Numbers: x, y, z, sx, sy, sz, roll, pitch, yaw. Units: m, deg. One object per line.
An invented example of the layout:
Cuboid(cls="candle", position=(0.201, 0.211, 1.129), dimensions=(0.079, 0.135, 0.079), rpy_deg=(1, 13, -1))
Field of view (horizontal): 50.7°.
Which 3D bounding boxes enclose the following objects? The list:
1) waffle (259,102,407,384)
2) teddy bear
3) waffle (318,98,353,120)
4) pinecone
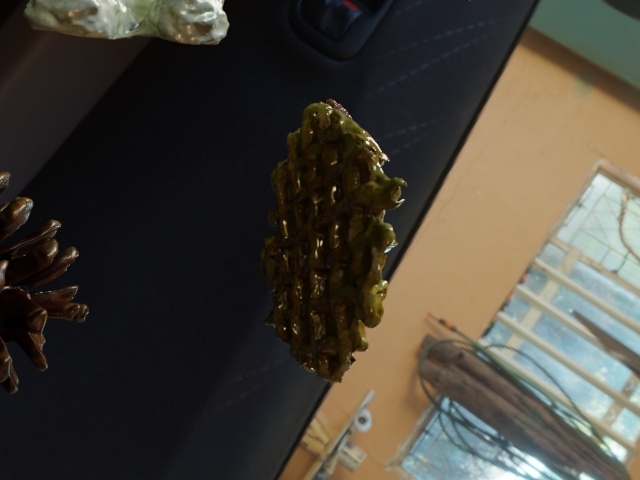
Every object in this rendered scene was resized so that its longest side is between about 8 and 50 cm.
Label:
Cuboid(cls="waffle", position=(0.000, 0.000, 0.816), dimensions=(0.068, 0.325, 0.302), rpy_deg=(5, 117, -23))
Cuboid(cls="teddy bear", position=(-0.230, -0.440, 0.842), dimensions=(0.375, 0.327, 0.363), rpy_deg=(-118, -150, -70))
Cuboid(cls="waffle", position=(0.029, -0.159, 0.928), dimensions=(0.029, 0.083, 0.075), rpy_deg=(-38, 122, 0))
Cuboid(cls="pinecone", position=(-0.347, 0.038, 0.615), dimensions=(0.264, 0.264, 0.264), rpy_deg=(-51, 166, -18))
